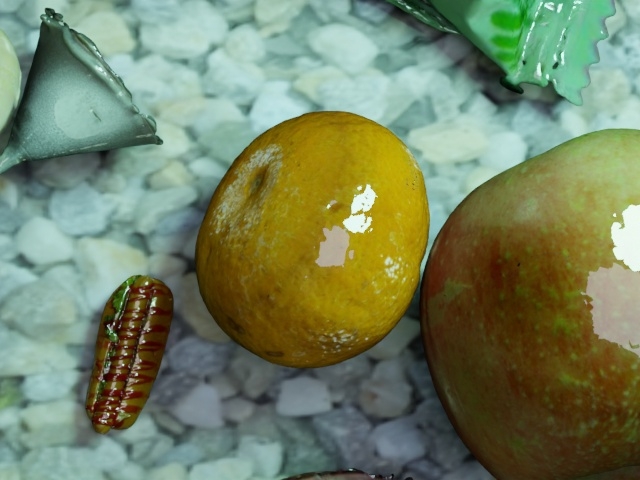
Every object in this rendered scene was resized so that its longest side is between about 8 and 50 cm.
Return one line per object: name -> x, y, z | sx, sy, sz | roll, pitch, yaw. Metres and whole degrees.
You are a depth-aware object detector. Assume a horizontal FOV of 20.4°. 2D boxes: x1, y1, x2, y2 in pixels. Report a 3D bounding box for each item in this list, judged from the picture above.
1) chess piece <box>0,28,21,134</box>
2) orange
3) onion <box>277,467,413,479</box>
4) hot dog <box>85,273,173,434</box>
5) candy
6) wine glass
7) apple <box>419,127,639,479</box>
chess piece -> -0.331, -0.166, 1.339 | 0.142, 0.261, 0.143 | -4, 69, 10
orange -> 0.000, 0.000, 1.508 | 0.170, 0.224, 0.224 | 34, 77, -32
onion -> 0.033, 0.360, 1.516 | 0.280, 0.146, 0.314 | -4, 63, -33
hot dog -> -0.168, 0.099, 1.550 | 0.062, 0.038, 0.144 | 18, 81, -10
candy -> 0.122, -0.307, 1.599 | 0.397, 0.172, 0.263 | 25, 83, -21
wine glass -> -0.266, -0.066, 1.500 | 0.232, 0.156, 0.156 | -42, 93, -8
apple -> 0.238, 0.077, 1.492 | 0.319, 0.319, 0.277 | -10, 67, -13
